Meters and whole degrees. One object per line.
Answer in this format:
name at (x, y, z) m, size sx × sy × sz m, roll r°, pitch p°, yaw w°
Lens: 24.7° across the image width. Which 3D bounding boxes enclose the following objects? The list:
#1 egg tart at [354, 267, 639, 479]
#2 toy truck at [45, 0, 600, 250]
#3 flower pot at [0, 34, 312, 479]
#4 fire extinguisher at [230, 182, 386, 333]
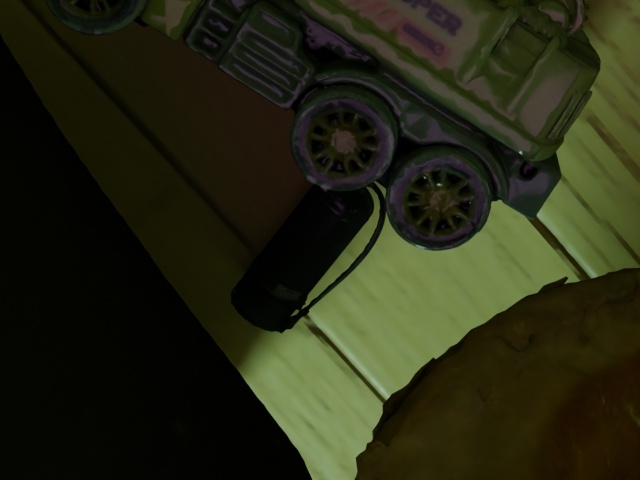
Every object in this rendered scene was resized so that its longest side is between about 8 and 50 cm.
egg tart at (0.099, 0.174, 0.465) m, size 0.129 × 0.341 × 0.341 m, roll -23°, pitch 109°, yaw 42°
toy truck at (0.009, -0.089, 0.475) m, size 0.191 × 0.085 × 0.116 m, roll 33°, pitch 108°, yaw -5°
flower pot at (-0.155, 0.104, 0.480) m, size 0.379 × 0.379 × 0.251 m, roll -34°, pitch 121°, yaw 25°
fire extinguisher at (0.000, 0.000, 0.550) m, size 0.038 × 0.025 × 0.083 m, roll 47°, pitch 118°, yaw 19°
